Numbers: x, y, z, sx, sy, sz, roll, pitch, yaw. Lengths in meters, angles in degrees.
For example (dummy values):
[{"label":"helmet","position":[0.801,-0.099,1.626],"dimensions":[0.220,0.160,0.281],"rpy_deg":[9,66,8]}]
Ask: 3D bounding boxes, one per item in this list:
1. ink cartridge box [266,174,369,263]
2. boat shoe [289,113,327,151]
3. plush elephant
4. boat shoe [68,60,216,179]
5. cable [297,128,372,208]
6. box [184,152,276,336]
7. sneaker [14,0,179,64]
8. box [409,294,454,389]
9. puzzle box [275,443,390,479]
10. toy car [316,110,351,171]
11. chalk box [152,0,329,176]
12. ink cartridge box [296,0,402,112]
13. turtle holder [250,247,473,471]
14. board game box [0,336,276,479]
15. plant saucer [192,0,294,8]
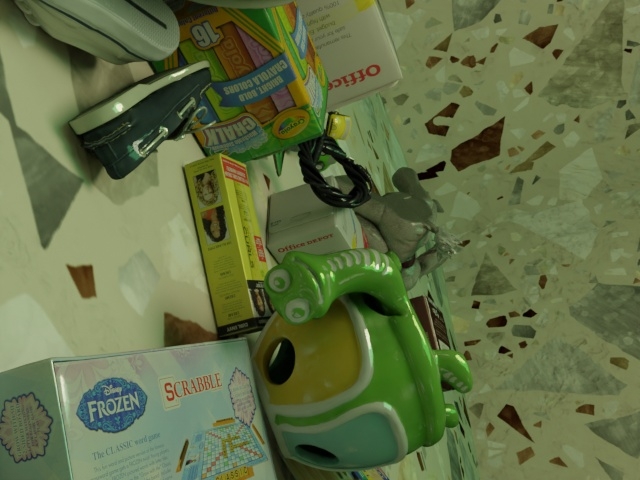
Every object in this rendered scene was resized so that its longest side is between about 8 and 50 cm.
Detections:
[{"label":"ink cartridge box","position":[0.000,0.000,1.123],"dimensions":[0.176,0.128,0.127],"rpy_deg":[58,22,-44]},{"label":"boat shoe","position":[-0.047,-0.297,1.386],"dimensions":[0.319,0.116,0.099],"rpy_deg":[-95,-155,-55]},{"label":"plush elephant","position":[0.174,0.011,1.546],"dimensions":[0.271,0.255,0.330],"rpy_deg":[-16,49,-37]},{"label":"boat shoe","position":[-0.180,-0.144,0.720],"dimensions":[0.254,0.095,0.079],"rpy_deg":[-70,139,-63]},{"label":"cable","position":[0.023,-0.118,1.044],"dimensions":[0.151,0.047,0.184],"rpy_deg":[58,28,1]},{"label":"box","position":[-0.116,0.008,0.850],"dimensions":[0.087,0.058,0.232],"rpy_deg":[18,57,-70]},{"label":"sneaker","position":[-0.248,-0.234,0.594],"dimensions":[0.258,0.091,0.094],"rpy_deg":[33,49,-53]},{"label":"box","position":[0.147,0.225,1.259],"dimensions":[0.168,0.203,0.167],"rpy_deg":[40,36,-63]},{"label":"puzzle box","position":[0.118,0.440,0.879],"dimensions":[0.409,0.052,0.272],"rpy_deg":[49,1,30]},{"label":"toy car","position":[0.030,-0.241,1.411],"dimensions":[0.225,0.053,0.239],"rpy_deg":[105,-6,-47]},{"label":"chalk box","position":[-0.097,-0.233,0.934],"dimensions":[0.180,0.179,0.289],"rpy_deg":[-87,155,-49]},{"label":"ink cartridge box","position":[-0.056,-0.408,1.075],"dimensions":[0.385,0.279,0.160],"rpy_deg":[58,20,-44]},{"label":"turtle holder","position":[0.035,0.153,0.768],"dimensions":[0.320,0.227,0.243],"rpy_deg":[98,-30,-71]},{"label":"board game box","position":[-0.124,0.252,0.561],"dimensions":[0.318,0.065,0.318],"rpy_deg":[19,56,-71]},{"label":"plant saucer","position":[-0.110,-0.356,0.736],"dimensions":[0.400,0.400,0.101],"rpy_deg":[-87,-173,-50]}]
